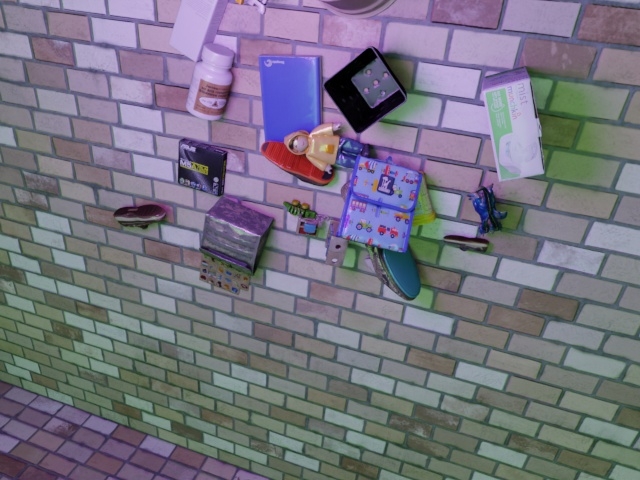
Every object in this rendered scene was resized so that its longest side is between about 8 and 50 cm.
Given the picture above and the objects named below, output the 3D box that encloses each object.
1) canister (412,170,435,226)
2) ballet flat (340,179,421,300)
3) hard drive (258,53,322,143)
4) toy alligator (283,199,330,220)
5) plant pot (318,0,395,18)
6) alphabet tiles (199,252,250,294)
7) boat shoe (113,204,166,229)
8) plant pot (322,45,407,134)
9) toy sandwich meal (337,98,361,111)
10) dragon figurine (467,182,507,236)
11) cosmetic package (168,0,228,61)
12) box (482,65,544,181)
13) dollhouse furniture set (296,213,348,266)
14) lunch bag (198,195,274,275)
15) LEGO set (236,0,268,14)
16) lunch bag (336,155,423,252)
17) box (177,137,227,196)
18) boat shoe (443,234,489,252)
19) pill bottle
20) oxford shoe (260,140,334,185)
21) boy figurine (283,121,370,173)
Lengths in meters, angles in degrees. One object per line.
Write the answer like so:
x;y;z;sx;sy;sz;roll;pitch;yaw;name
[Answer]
0.312;-0.140;1.644;0.126;0.073;0.169;-10;112;24;canister
0.204;-0.004;1.730;0.182;0.164;0.482;-11;109;48;ballet flat
-0.098;-0.461;1.641;0.211;0.040;0.318;8;120;17;hard drive
-0.060;-0.104;1.813;0.190;0.051;0.056;21;123;9;toy alligator
0.058;-0.754;1.267;0.334;0.305;0.333;9;120;16;plant pot
-0.415;0.134;2.101;0.237;0.009;0.198;20;122;9;alphabet tiles
-0.758;-0.094;2.066;0.258;0.095;0.095;4;132;25;boat shoe
0.151;-0.468;1.470;0.188;0.167;0.187;-31;104;32;plant pot
0.096;-0.433;1.581;0.086;0.029;0.085;21;130;27;toy sandwich meal
0.529;-0.093;1.514;0.085;0.289;0.143;-24;78;9;dragon figurine
-0.401;-0.725;1.588;0.117;0.085;0.231;35;125;0;cosmetic package
0.545;-0.332;1.360;0.127;0.231;0.261;-9;114;24;box
0.000;0.000;1.773;0.184;0.129;0.128;9;121;-5;dollhouse furniture set
-0.343;0.007;1.915;0.236;0.169;0.286;24;130;3;lunch bag
-0.242;-0.752;1.367;0.227;0.087;0.093;38;125;-5;LEGO set
0.193;-0.126;1.555;0.221;0.138;0.293;14;89;-1;lunch bag
-0.460;-0.282;1.871;0.191;0.045;0.184;19;124;9;box
0.501;0.015;1.667;0.152;0.056;0.049;9;114;16;boat shoe
-0.373;-0.540;1.646;0.131;0.131;0.229;28;123;4;pill bottle
-0.090;-0.257;1.694;0.272;0.096;0.098;27;157;-9;oxford shoe
0.021;-0.315;1.611;0.286;0.092;0.177;15;118;-7;boy figurine
